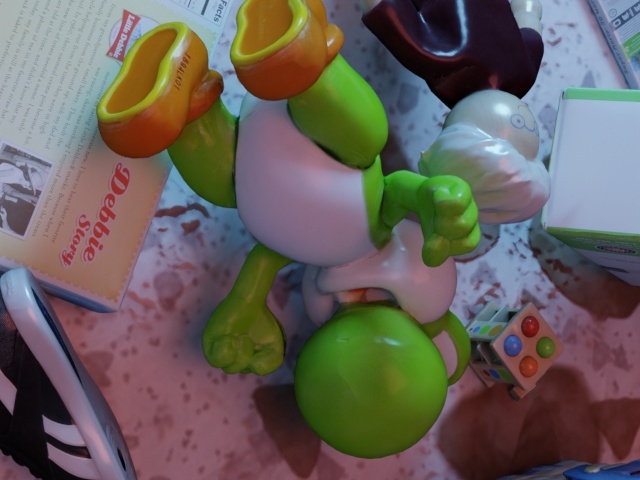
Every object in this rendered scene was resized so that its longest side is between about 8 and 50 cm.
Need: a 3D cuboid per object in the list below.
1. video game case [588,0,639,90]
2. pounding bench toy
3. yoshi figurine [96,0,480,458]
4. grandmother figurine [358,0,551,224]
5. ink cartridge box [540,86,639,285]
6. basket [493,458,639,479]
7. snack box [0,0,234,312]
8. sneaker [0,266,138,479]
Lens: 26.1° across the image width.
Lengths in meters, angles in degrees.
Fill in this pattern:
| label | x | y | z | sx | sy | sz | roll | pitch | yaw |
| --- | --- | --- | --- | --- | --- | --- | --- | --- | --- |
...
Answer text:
| label | x | y | z | sx | sy | sz | roll | pitch | yaw |
| --- | --- | --- | --- | --- | --- | --- | --- | --- | --- |
| video game case | 0.304 | -0.196 | 1.235 | 0.119 | 0.015 | 0.166 | -36 | 105 | -25 |
| pounding bench toy | 0.164 | 0.097 | 1.126 | 0.052 | 0.065 | 0.083 | -45 | 109 | -21 |
| yoshi figurine | 0.005 | 0.016 | 0.952 | 0.203 | 0.203 | 0.362 | -45 | 127 | -14 |
| grandmother figurine | 0.101 | -0.173 | 1.008 | 0.208 | 0.104 | 0.342 | 3 | 69 | -32 |
| ink cartridge box | 0.310 | -0.028 | 1.068 | 0.273 | 0.198 | 0.114 | 21 | 76 | -62 |
| basket | 0.229 | 0.290 | 1.031 | 0.201 | 0.289 | 0.254 | -14 | 95 | -27 |
| snack box | -0.174 | -0.131 | 0.952 | 0.187 | 0.060 | 0.322 | 25 | 78 | -26 |
| sneaker | -0.209 | 0.127 | 0.932 | 0.121 | 0.079 | 0.217 | -22 | 117 | -1 |
